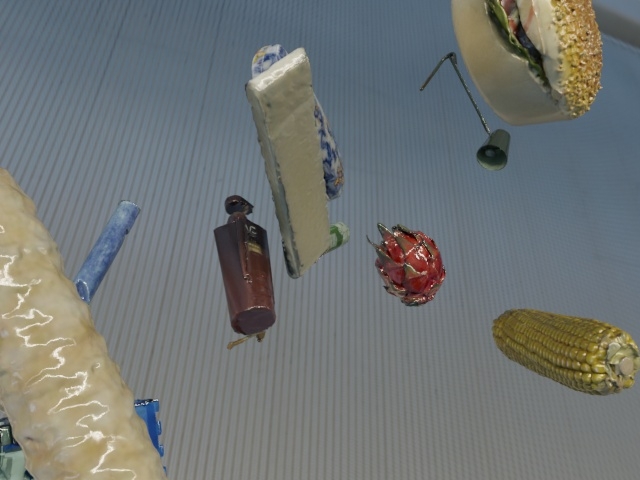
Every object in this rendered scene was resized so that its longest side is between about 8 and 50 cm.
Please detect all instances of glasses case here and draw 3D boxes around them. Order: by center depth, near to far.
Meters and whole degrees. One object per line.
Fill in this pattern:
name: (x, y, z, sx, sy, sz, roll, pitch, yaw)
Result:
glasses case: (-0.025, -0.152, 0.893, 0.065, 0.248, 0.086, -7, 53, 21)

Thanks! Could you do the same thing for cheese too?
cheese: (-0.029, -0.074, 0.845, 0.085, 0.400, 0.034, -39, 63, -19)

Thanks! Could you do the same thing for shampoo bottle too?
shampoo bottle: (-0.107, 0.024, 0.926, 0.068, 0.067, 0.236, 48, 19, -45)
shampoo bottle: (0.000, 0.000, 1.467, 0.065, 0.065, 0.204, 46, 25, 11)

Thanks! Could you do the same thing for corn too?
corn: (0.474, 0.214, 1.298, 0.144, 0.387, 0.143, 0, 88, -14)

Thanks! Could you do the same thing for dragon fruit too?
dragon fruit: (0.240, 0.059, 1.812, 0.274, 0.193, 0.192, 65, 17, -12)

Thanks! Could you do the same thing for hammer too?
hammer: (-0.098, 0.130, 0.869, 0.014, 0.123, 0.029, 4, 92, 15)

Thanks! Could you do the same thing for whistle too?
whistle: (-0.525, 0.031, 1.581, 0.062, 0.062, 0.304, 24, 53, -9)

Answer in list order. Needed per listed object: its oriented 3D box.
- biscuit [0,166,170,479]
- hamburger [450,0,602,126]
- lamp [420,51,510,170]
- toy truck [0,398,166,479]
biscuit: (-0.127, 0.057, 0.307, 0.055, 0.061, 0.219, -27, 81, -13)
hamburger: (0.326, -0.313, 0.985, 0.302, 0.170, 0.301, 24, 58, -45)
lamp: (0.159, -0.133, 0.676, 0.121, 0.041, 0.054, 49, 48, -17)
toy truck: (-0.267, 0.233, 0.693, 0.208, 0.126, 0.113, -6, 86, -8)
